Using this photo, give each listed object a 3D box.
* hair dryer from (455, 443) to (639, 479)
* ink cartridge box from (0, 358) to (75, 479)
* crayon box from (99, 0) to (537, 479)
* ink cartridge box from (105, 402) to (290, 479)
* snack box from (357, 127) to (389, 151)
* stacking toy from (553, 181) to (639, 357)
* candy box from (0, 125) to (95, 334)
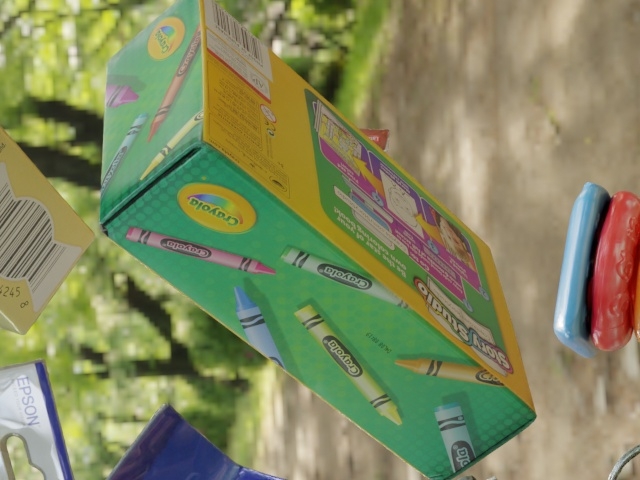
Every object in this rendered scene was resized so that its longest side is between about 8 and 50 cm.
[{"bbox_3d":[0.233,0.305,1.274,0.293,0.223,0.080,63,-144,-18],"label":"hair dryer"},{"bbox_3d":[-0.357,0.190,1.156,0.069,0.371,0.175,-91,-10,-74],"label":"ink cartridge box"},{"bbox_3d":[0.000,0.000,0.928,0.278,0.081,0.165,40,-156,-29],"label":"crayon box"},{"bbox_3d":[0.018,0.232,0.677,0.165,0.333,0.065,-55,17,-27],"label":"ink cartridge box"},{"bbox_3d":[-0.033,-0.089,1.401,0.064,0.178,0.022,170,102,-82],"label":"snack box"},{"bbox_3d":[0.392,0.045,1.574,0.175,0.302,0.165,36,-116,-68],"label":"stacking toy"},{"bbox_3d":[-0.292,-0.081,0.938,0.087,0.183,0.316,-57,-43,-22],"label":"candy box"}]
